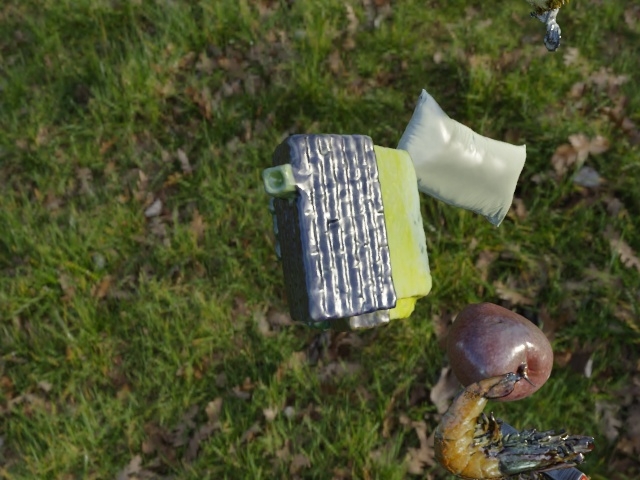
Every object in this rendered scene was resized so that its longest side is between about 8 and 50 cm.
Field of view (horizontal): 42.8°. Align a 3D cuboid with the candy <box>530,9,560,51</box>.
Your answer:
[{"bbox_3d":[0.374,-0.428,1.374,0.051,0.226,0.094,-10,5,25],"label":"candy"}]

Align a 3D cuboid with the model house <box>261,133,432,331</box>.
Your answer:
[{"bbox_3d":[0.000,0.000,0.846,0.170,0.194,0.211,-7,-4,24],"label":"model house"}]

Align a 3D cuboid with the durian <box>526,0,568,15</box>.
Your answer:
[{"bbox_3d":[0.318,-0.454,1.230,0.138,0.183,0.249,-19,58,-18],"label":"durian"}]

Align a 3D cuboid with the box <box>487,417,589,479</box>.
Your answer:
[{"bbox_3d":[0.412,0.412,1.549,0.039,0.055,0.218,-51,37,-8],"label":"box"}]

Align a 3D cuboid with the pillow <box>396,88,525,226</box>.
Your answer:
[{"bbox_3d":[0.218,-0.126,1.282,0.254,0.144,0.078,20,6,-32],"label":"pillow"}]

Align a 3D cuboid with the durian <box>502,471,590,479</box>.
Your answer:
[{"bbox_3d":[0.505,0.695,1.843,0.347,0.347,0.384,31,82,29],"label":"durian"}]

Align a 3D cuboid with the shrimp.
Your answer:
[{"bbox_3d":[0.339,0.319,1.403,0.290,0.222,0.054,1,23,-5],"label":"shrimp"}]

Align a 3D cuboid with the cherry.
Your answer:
[{"bbox_3d":[0.437,0.277,2.051,0.261,0.221,0.307,3,33,-29],"label":"cherry"}]
